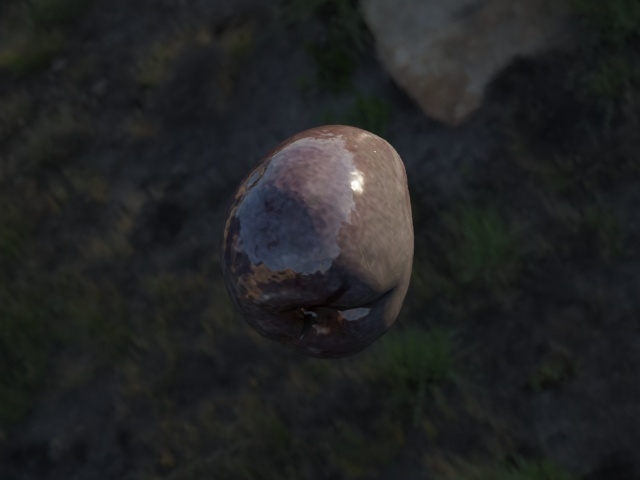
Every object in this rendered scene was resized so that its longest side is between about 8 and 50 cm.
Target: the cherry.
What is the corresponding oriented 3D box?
[{"bbox_3d":[-0.001,-0.004,1.325,0.140,0.176,0.176,1,45,15],"label":"cherry"}]
